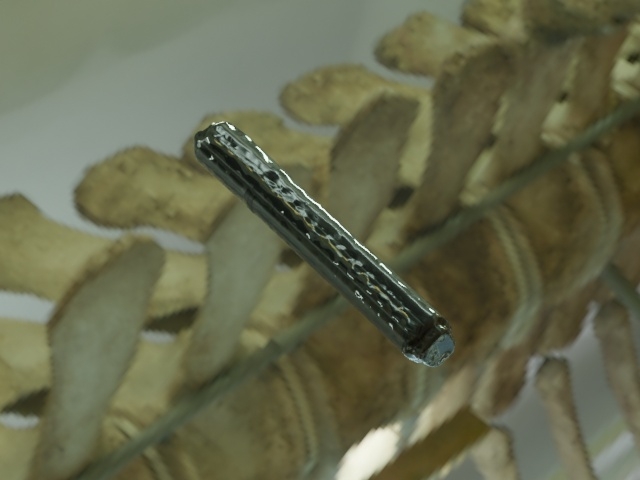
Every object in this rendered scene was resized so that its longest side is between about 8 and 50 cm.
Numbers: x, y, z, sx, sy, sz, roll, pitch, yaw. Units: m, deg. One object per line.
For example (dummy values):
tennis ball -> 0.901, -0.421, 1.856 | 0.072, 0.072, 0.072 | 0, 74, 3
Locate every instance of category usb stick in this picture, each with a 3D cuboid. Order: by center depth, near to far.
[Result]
usb stick -> 0.000, 0.000, 1.293 | 0.045, 0.278, 0.077 | -46, -24, -4
